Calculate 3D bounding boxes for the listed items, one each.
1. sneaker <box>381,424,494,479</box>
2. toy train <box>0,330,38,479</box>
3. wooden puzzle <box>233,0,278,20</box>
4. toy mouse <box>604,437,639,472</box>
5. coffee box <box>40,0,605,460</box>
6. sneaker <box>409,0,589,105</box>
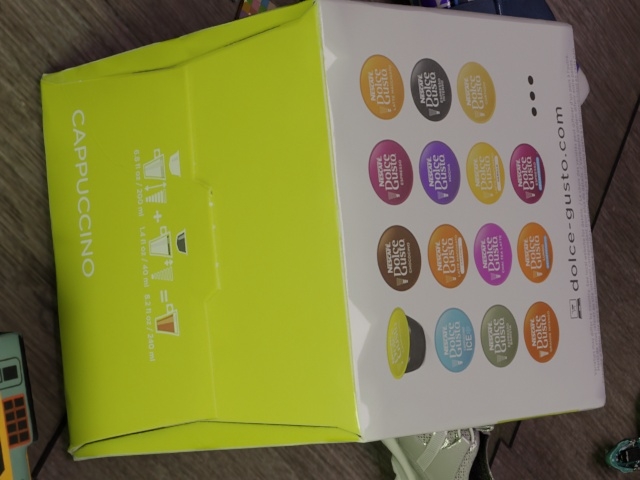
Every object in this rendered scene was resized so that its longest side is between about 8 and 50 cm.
[{"bbox_3d":[0.116,0.170,1.886,0.281,0.115,0.105,67,30,-20],"label":"sneaker"},{"bbox_3d":[-0.287,0.216,1.434,0.190,0.142,0.334,-12,93,-58],"label":"toy train"},{"bbox_3d":[-0.060,-0.212,1.844,0.083,0.006,0.049,37,58,-39],"label":"wooden puzzle"},{"bbox_3d":[0.363,0.278,2.200,0.161,0.031,0.143,43,62,-20],"label":"toy mouse"},{"bbox_3d":[0.000,0.000,1.627,0.334,0.338,0.338,-1,84,-48],"label":"coffee box"},{"bbox_3d":[0.132,-0.167,1.977,0.236,0.130,0.323,54,53,-15],"label":"sneaker"}]
